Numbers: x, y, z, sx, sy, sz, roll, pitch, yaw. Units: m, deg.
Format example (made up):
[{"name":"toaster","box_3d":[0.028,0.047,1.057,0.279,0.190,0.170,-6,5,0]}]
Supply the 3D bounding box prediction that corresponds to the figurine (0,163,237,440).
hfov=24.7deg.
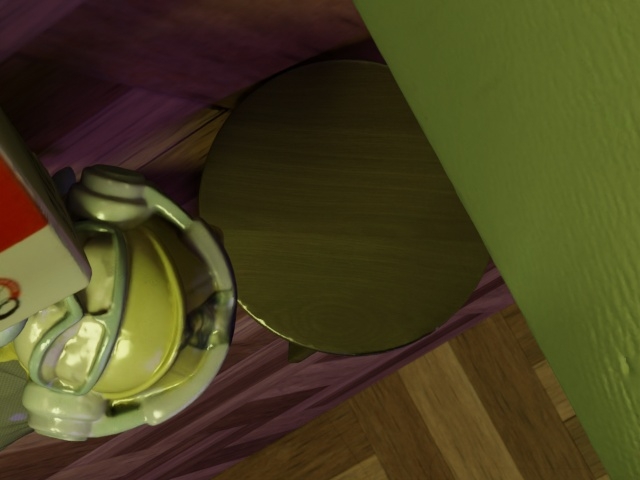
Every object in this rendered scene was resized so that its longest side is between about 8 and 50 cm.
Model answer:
[{"name":"figurine","box_3d":[-0.127,0.017,0.656,0.184,0.128,0.208,13,-175,-2]}]

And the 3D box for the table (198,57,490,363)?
[{"name":"table","box_3d":[0.000,0.000,0.910,0.167,0.167,0.226,-26,175,-12]}]

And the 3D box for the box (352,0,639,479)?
[{"name":"box","box_3d":[0.179,-0.087,0.434,0.177,0.352,0.344,-23,169,-27]}]

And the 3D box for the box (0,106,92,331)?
[{"name":"box","box_3d":[-0.267,0.028,0.454,0.353,0.069,0.214,-26,151,-2]}]

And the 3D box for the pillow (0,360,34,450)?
[{"name":"pillow","box_3d":[-0.183,0.075,0.873,0.255,0.059,0.169,-30,143,22]}]
